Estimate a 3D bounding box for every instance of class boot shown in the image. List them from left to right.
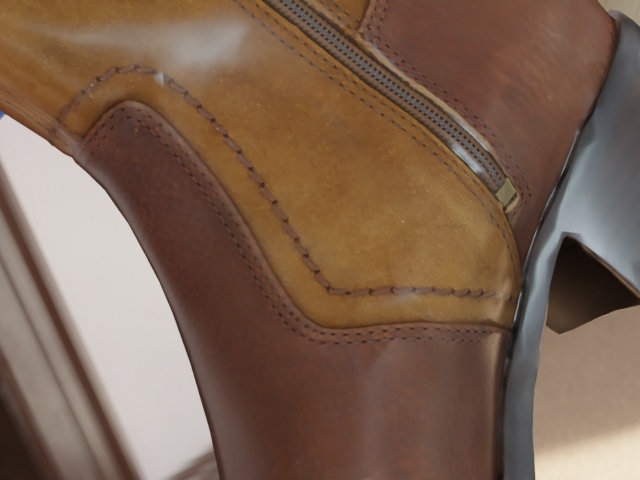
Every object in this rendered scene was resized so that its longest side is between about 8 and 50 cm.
[{"bbox_3d":[-0.058,-0.022,0.475,0.264,0.280,0.096,-56,8,-18],"label":"boot"}]

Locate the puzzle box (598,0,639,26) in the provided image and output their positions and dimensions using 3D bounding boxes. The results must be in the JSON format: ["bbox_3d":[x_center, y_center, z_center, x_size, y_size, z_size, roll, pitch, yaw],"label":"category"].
[{"bbox_3d":[0.275,-0.071,0.992,0.052,0.409,0.272,1,62,43],"label":"puzzle box"}]

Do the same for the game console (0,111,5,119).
[{"bbox_3d":[-0.277,-0.150,1.171,0.250,0.173,0.293,-49,24,-14],"label":"game console"}]
